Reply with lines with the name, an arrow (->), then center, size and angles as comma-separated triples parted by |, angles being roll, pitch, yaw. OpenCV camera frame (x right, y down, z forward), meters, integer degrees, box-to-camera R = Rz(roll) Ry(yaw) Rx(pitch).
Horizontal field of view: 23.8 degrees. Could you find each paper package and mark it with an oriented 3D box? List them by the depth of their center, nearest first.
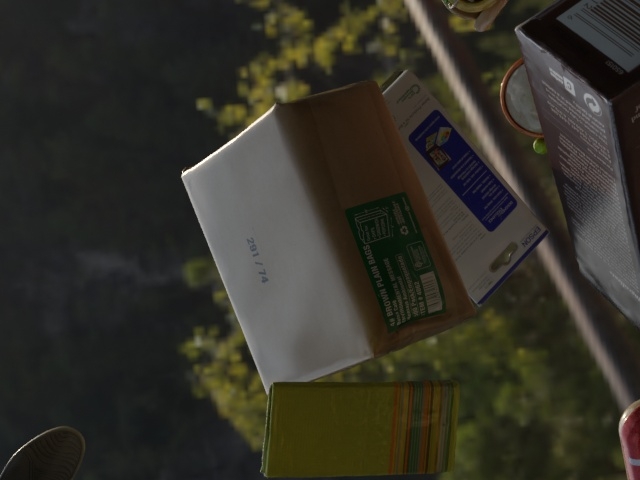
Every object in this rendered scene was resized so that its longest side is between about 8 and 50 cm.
paper package -> 0.000, 0.000, 1.893 | 0.309, 0.168, 0.324 | -29, 82, 60

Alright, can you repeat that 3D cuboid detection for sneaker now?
sneaker -> -0.398, 0.329, 2.086 | 0.222, 0.083, 0.118 | -49, 5, 9

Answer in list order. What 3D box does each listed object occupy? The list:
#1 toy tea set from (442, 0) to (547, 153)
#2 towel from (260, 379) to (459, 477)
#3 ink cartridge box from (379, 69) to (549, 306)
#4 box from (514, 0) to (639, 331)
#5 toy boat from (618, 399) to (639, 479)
toy tea set -> 0.238, -0.269, 1.683 | 0.336, 0.200, 0.124 | 54, -165, -3
towel -> 0.046, 0.199, 1.615 | 0.021, 0.237, 0.102 | 7, 94, 60
ink cartridge box -> 0.170, -0.074, 2.213 | 0.332, 0.165, 0.065 | 48, 168, -15
box -> 0.325, -0.090, 1.414 | 0.143, 0.191, 0.381 | 47, 168, 41
toy boat -> 0.541, 0.341, 2.250 | 0.151, 0.151, 0.231 | -115, 7, -60
